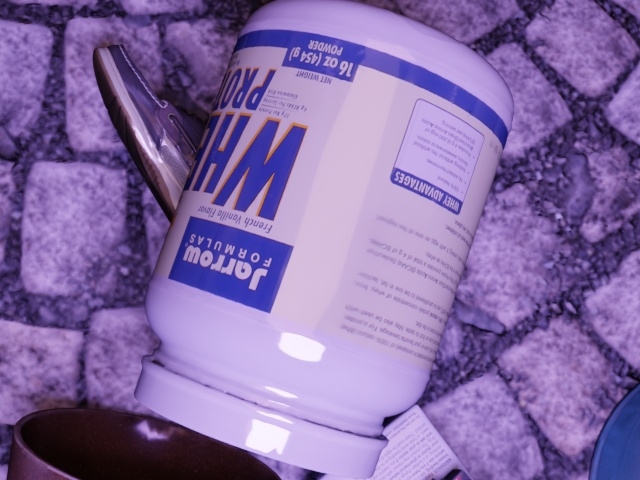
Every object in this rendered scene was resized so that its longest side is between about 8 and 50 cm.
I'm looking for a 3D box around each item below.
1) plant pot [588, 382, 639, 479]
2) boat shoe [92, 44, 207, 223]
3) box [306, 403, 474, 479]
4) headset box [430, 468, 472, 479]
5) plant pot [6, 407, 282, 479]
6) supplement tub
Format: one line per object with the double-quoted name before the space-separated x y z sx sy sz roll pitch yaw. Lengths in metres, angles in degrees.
"plant pot" 0.398 0.224 0.738 0.271 0.255 0.271 1 79 -6
"boat shoe" -0.135 -0.086 0.839 0.073 0.080 0.223 -28 88 -17
"box" 0.071 0.235 0.793 0.126 0.072 0.137 -35 83 -13
"headset box" 0.114 0.234 0.744 0.062 0.032 0.083 -42 85 -14
"plant pot" -0.161 0.277 0.708 0.215 0.215 0.230 16 92 -3
"supplement tub" 0.000 0.000 0.725 0.235 0.235 0.325 19 84 -2
